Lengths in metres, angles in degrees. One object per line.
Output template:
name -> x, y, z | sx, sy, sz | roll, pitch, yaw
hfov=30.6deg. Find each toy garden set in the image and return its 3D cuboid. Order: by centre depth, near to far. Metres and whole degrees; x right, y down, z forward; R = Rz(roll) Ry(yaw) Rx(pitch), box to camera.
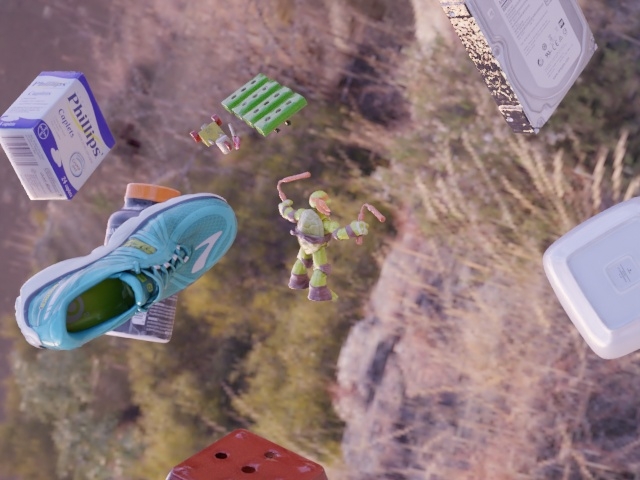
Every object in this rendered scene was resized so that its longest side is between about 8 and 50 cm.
toy garden set -> -0.147, -0.241, 2.395 | 0.204, 0.049, 0.244 | -38, 30, -7

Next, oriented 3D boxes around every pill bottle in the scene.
pill bottle -> -0.284, 0.034, 1.866 | 0.130, 0.131, 0.245 | -6, 74, 64

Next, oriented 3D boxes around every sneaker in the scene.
sneaker -> -0.195, 0.042, 1.277 | 0.275, 0.107, 0.110 | -34, 24, -26

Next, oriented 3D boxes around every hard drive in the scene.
hard drive -> 0.338, -0.380, 1.987 | 0.064, 0.339, 0.237 | 8, 52, 48

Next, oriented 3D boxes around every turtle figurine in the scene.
turtle figurine -> 0.000, 0.000, 2.172 | 0.270, 0.087, 0.217 | 19, 113, 38

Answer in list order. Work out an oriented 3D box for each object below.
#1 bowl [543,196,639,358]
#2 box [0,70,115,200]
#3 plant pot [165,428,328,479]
bowl -> 0.309, 0.034, 1.186 | 0.142, 0.053, 0.142 | -31, 75, 10
box -> -0.362, -0.144, 1.603 | 0.072, 0.126, 0.137 | 2, 42, 25
plant pot -> -0.123, 0.461, 1.864 | 0.267, 0.267, 0.235 | 19, 117, 31
